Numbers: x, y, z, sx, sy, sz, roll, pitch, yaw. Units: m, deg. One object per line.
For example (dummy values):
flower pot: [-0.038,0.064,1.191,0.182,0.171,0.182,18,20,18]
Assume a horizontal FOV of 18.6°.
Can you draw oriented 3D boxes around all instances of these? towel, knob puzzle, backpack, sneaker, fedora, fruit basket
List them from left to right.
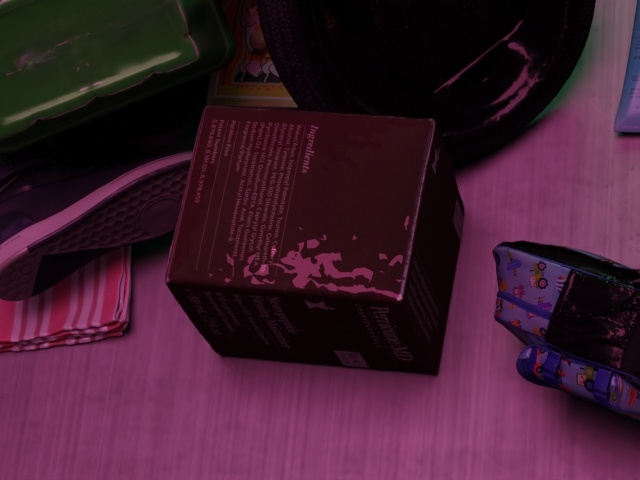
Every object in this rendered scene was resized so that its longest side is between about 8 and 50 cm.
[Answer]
towel: [-0.267,0.029,1.778,0.197,0.029,0.144,-8,63,10]
sneaker: [-0.213,-0.060,1.749,0.226,0.086,0.163,-25,50,-5]
fruit basket: [-0.211,-0.207,1.733,0.327,0.165,0.353,-21,19,4]
knob puzzle: [-0.012,-0.212,1.828,0.213,0.030,0.213,-6,64,12]
fedora: [0.075,-0.232,1.692,0.334,0.334,0.152,-36,34,-4]
backpack: [0.213,0.068,1.572,0.173,0.158,0.117,19,89,35]

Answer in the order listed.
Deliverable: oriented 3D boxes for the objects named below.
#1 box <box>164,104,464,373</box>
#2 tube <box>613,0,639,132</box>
box: [0.000,0.000,1.644,0.203,0.168,0.167,5,66,17]
tube: [0.308,-0.190,1.729,0.080,0.052,0.207,1,71,20]
